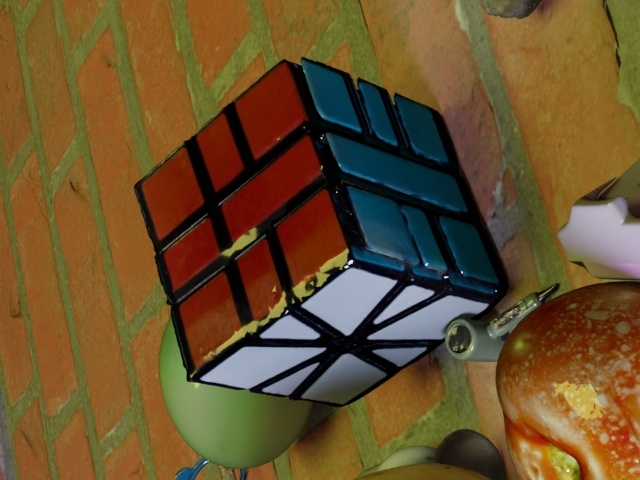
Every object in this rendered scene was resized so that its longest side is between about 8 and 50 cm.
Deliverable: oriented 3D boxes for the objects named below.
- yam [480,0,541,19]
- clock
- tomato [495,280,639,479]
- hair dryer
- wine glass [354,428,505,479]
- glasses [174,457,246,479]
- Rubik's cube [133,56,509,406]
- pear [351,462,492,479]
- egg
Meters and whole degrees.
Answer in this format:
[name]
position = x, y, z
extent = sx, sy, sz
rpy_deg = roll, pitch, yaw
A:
[yam]
position = 0.234, -0.309, 1.714
extent = 0.179, 0.078, 0.078
rpy_deg = -50, 49, 51
[clock]
position = 0.343, -0.046, 1.428
extent = 0.253, 0.186, 0.083
rpy_deg = 0, 123, 60
[tomato]
position = 0.297, 0.160, 1.474
extent = 0.270, 0.222, 0.270
rpy_deg = 55, 163, 25
[hair dryer]
position = 0.212, 0.085, 1.801
extent = 0.150, 0.071, 0.047
rpy_deg = -41, 58, 33
[wine glass]
position = 0.125, 0.291, 1.918
extent = 0.222, 0.103, 0.103
rpy_deg = -31, 64, 58
[glasses]
position = -0.120, 0.446, 2.406
extent = 0.207, 0.102, 0.239
rpy_deg = 22, 112, 29
[Rubik's cube]
position = 0.000, 0.000, 1.864
extent = 0.293, 0.288, 0.283
rpy_deg = -36, 56, 33
[pear]
position = 0.109, 0.404, 1.686
extent = 0.348, 0.348, 0.348
rpy_deg = 4, 95, 61
[egg]
position = -0.110, 0.180, 2.209
extent = 0.220, 0.220, 0.270
rpy_deg = 15, 116, 60
